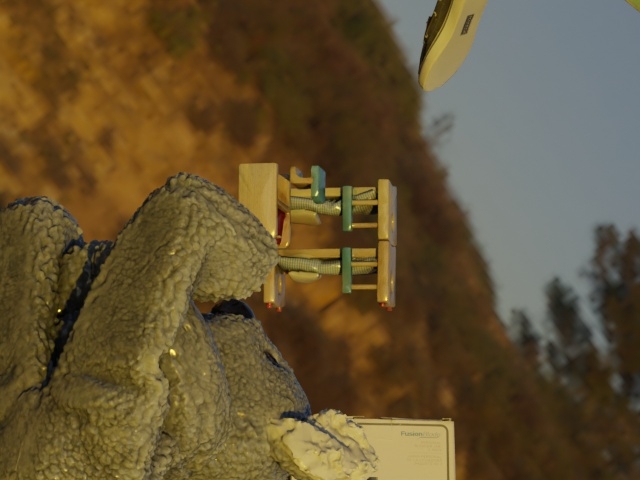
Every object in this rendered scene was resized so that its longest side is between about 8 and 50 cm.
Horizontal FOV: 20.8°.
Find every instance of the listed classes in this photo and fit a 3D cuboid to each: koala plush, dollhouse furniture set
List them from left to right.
[{"bbox_3d":[-0.088,0.098,1.048,0.196,0.203,0.221,-4,-26,38],"label":"koala plush"},{"bbox_3d":[0.000,0.000,1.718,0.183,0.129,0.129,33,56,-79],"label":"dollhouse furniture set"}]

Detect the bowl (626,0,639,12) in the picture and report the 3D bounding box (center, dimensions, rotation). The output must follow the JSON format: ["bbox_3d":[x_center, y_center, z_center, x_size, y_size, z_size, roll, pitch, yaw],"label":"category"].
[{"bbox_3d":[0.358,-0.325,1.458,0.311,0.311,0.163,54,-37,11],"label":"bowl"}]

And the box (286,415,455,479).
[{"bbox_3d":[0.049,0.323,1.723,0.087,0.169,0.290,100,-10,-68],"label":"box"}]

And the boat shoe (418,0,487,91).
[{"bbox_3d":[0.124,-0.208,1.683,0.040,0.049,0.142,49,-46,28],"label":"boat shoe"}]
